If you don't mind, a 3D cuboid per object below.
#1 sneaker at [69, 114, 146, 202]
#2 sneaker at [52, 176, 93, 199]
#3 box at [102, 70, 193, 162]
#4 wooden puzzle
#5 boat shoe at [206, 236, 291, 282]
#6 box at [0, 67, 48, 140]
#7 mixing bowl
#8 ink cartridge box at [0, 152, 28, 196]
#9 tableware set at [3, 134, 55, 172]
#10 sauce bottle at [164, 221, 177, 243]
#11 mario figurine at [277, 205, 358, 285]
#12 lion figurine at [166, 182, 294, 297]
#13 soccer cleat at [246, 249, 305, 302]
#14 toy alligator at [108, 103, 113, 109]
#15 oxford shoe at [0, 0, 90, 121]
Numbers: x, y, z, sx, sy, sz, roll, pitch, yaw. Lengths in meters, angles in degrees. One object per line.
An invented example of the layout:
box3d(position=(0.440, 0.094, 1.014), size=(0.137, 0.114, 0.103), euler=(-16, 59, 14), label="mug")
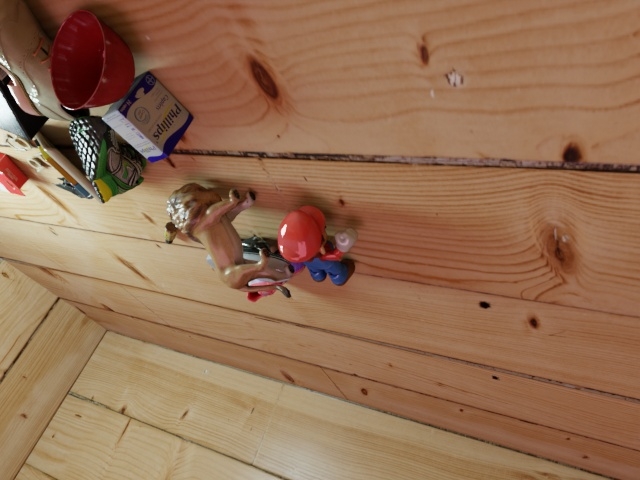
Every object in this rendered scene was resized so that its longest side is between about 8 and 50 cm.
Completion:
box3d(position=(-0.527, -0.218, 1.211), size=(0.134, 0.146, 0.343), euler=(60, 159, 5), label="sneaker")
box3d(position=(-0.788, -0.176, 1.553), size=(0.170, 0.051, 0.089), euler=(1, 149, 41), label="sneaker")
box3d(position=(-0.362, -0.260, 1.021), size=(0.072, 0.126, 0.137), euler=(-6, 141, 40), label="box")
box3d(position=(-0.737, -0.214, 1.379), size=(0.238, 0.044, 0.221), euler=(33, 162, 39), label="wooden puzzle")
box3d(position=(-0.206, 0.039, 1.419), size=(0.335, 0.119, 0.121), euler=(8, 152, 37), label="boat shoe")
box3d(position=(-0.798, -0.385, 1.153), size=(0.184, 0.103, 0.261), euler=(20, 152, -1), label="box")
box3d(position=(-0.428, -0.337, 0.930), size=(0.181, 0.181, 0.098), euler=(3, -176, 33), label="mixing bowl")
box3d(position=(-1.123, -0.241, 1.660), size=(0.231, 0.078, 0.134), euler=(15, 151, 15), label="ink cartridge box")
box3d(position=(-0.916, -0.275, 1.512), size=(0.141, 0.020, 0.169), euler=(-4, 142, 41), label="tableware set")
box3d(position=(-0.507, -0.022, 1.619), size=(0.042, 0.042, 0.128), euler=(27, 152, -6), label="sauce bottle")
box3d(position=(0.000, 0.000, 1.247), size=(0.198, 0.170, 0.320), euler=(-23, 151, 6), label="mario figurine")
box3d(position=(-0.246, 0.011, 1.255), size=(0.240, 0.142, 0.392), euler=(-27, 86, 23), label="lion figurine")
box3d(position=(-0.145, 0.118, 1.511), size=(0.108, 0.116, 0.318), euler=(33, 150, -17), label="soccer cleat")
box3d(position=(-0.453, -0.288, 1.123), size=(0.189, 0.056, 0.051), euler=(42, -173, -31), label="toy alligator")
box3d(position=(-0.576, -0.383, 0.980), size=(0.146, 0.140, 0.397), euler=(18, 161, -3), label="oxford shoe")
